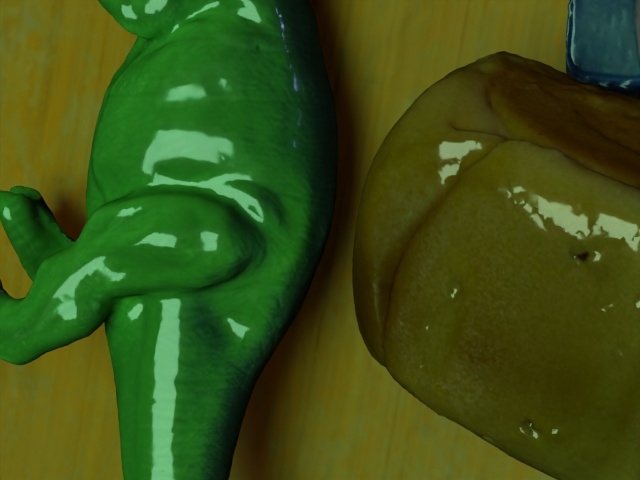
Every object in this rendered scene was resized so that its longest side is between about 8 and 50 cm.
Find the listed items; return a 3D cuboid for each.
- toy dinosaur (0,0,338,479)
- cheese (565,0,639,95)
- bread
[{"bbox_3d":[0.000,0.000,1.013,0.374,0.144,0.500,-37,78,14],"label":"toy dinosaur"},{"bbox_3d":[0.241,-0.103,0.873,0.286,0.074,0.189,7,95,33],"label":"cheese"},{"bbox_3d":[0.159,0.042,0.882,0.294,0.132,0.167,30,122,23],"label":"bread"}]
